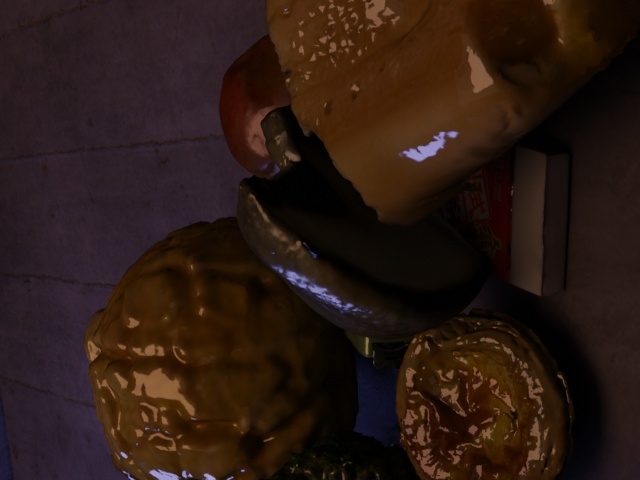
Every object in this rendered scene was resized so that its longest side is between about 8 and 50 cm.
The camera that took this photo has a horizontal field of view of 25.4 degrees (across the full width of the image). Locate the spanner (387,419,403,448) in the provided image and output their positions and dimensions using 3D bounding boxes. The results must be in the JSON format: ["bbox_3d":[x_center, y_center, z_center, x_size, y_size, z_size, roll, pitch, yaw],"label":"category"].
[{"bbox_3d":[0.118,0.171,1.760,0.054,0.015,0.254,47,137,46],"label":"spanner"}]

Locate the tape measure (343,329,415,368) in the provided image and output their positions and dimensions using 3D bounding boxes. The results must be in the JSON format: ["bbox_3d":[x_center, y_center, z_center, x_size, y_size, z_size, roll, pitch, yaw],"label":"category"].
[{"bbox_3d":[0.070,0.061,1.723,0.177,0.087,0.154,-147,56,-75],"label":"tape measure"}]

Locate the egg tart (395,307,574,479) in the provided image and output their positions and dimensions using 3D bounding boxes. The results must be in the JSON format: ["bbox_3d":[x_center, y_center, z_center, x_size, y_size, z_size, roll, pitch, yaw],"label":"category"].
[{"bbox_3d":[0.185,0.186,1.539,0.241,0.106,0.241,7,100,46],"label":"egg tart"}]

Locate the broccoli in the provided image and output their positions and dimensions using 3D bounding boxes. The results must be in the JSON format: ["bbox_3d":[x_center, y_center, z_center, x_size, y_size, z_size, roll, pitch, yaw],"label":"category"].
[{"bbox_3d":[0.036,0.380,1.641,0.304,0.321,0.283,-55,27,23],"label":"broccoli"}]

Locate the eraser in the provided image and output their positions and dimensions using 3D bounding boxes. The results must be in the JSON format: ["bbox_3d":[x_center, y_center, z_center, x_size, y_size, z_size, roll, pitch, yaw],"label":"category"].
[{"bbox_3d":[0.183,-0.045,1.556,0.230,0.038,0.157,26,121,54],"label":"eraser"}]

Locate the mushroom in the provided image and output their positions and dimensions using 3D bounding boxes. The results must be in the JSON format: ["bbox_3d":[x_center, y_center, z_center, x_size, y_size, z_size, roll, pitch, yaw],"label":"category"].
[{"bbox_3d":[0.000,0.008,1.501,0.212,0.217,0.292,-33,98,39],"label":"mushroom"}]

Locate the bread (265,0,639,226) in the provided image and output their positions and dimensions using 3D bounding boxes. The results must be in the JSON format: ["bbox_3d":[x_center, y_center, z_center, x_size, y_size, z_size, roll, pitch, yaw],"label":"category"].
[{"bbox_3d":[0.149,-0.242,1.359,0.394,0.250,0.361,-33,71,54],"label":"bread"}]

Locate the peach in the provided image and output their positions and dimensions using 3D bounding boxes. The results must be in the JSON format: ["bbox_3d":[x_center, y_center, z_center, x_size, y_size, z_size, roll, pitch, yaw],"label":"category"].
[{"bbox_3d":[0.003,-0.164,1.685,0.235,0.214,0.214,-48,49,9],"label":"peach"}]

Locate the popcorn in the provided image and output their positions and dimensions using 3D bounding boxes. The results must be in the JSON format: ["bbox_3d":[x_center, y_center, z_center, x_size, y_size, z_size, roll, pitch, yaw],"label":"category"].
[{"bbox_3d":[-0.127,0.151,1.839,0.390,0.344,0.354,-116,26,-58],"label":"popcorn"}]
